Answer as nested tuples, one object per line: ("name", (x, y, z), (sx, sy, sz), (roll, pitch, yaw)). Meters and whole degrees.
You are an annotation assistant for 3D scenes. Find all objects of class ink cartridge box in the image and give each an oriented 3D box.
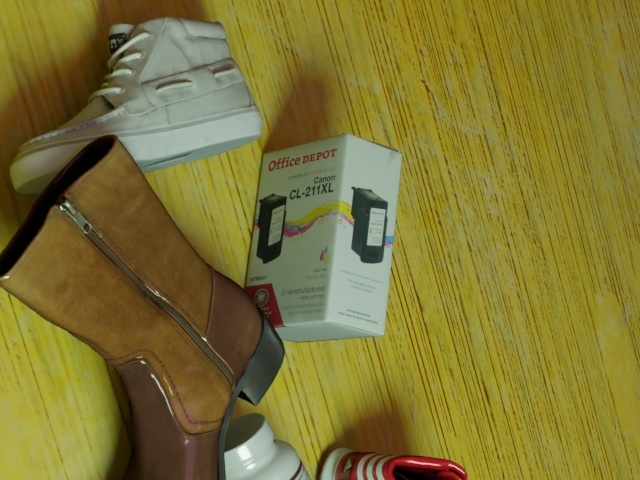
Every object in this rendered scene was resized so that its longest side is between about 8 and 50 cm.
("ink cartridge box", (0.000, 0.000, 1.251), (0.072, 0.127, 0.175), (17, 73, -38))

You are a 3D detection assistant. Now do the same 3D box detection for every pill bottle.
("pill bottle", (-0.045, 0.234, 1.209), (0.086, 0.086, 0.152), (-40, 111, -39))

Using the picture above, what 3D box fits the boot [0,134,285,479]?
("boot", (-0.154, 0.101, 1.062), (0.264, 0.096, 0.280), (-57, 137, -20))

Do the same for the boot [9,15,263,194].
("boot", (-0.166, -0.120, 1.150), (0.258, 0.095, 0.123), (-18, 87, -47))

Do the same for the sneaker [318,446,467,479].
("sneaker", (0.110, 0.271, 1.319), (0.221, 0.128, 0.087), (34, 63, -35))
